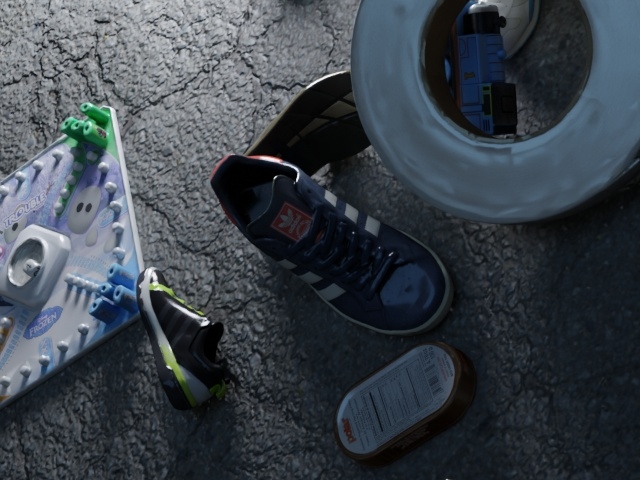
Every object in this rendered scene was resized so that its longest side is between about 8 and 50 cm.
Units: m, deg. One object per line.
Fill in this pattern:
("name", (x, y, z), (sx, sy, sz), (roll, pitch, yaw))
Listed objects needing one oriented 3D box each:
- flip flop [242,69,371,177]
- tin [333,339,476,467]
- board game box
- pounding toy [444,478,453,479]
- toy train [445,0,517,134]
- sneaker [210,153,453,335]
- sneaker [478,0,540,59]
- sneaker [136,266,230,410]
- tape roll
("flip flop", (-0.014, -0.133, 2.097), (0.277, 0.112, 0.080), (-41, 13, 29))
("tin", (0.095, 0.189, 1.873), (0.190, 0.040, 0.106), (-36, 45, 21))
("board game box", (-0.438, 0.033, 2.390), (0.390, 0.050, 0.390), (-33, 51, 23))
("pounding toy", (0.154, 0.366, 1.699), (0.181, 0.094, 0.206), (-27, 63, 21))
("toy train", (0.180, -0.205, 1.940), (0.105, 0.080, 0.184), (-2, 91, 34))
("sneaker", (0.000, 0.000, 1.945), (0.350, 0.148, 0.131), (29, 88, 32))
("sneaker", (0.231, -0.331, 1.985), (0.087, 0.092, 0.228), (17, 85, 43))
("sneaker", (-0.174, 0.125, 2.120), (0.097, 0.084, 0.234), (-22, 53, 1))
("tape roll", (0.222, -0.210, 1.838), (0.392, 0.072, 0.392), (0, 91, 25))
